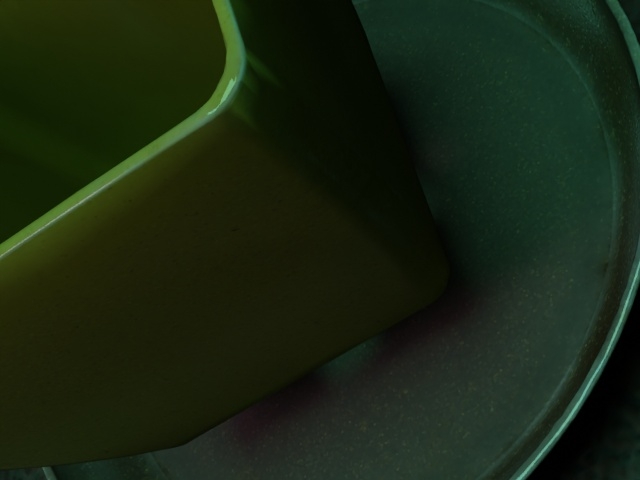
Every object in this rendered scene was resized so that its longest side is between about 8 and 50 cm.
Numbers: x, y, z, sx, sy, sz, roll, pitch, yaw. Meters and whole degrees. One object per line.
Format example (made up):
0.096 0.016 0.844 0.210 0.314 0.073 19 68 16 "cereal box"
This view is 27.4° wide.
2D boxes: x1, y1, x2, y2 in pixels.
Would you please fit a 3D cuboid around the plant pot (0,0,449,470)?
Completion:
-0.075 -0.037 0.470 0.212 0.187 0.212 -32 55 21 "plant pot"

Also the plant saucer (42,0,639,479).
0.000 0.000 0.552 0.311 0.050 0.310 -17 59 30 "plant saucer"
